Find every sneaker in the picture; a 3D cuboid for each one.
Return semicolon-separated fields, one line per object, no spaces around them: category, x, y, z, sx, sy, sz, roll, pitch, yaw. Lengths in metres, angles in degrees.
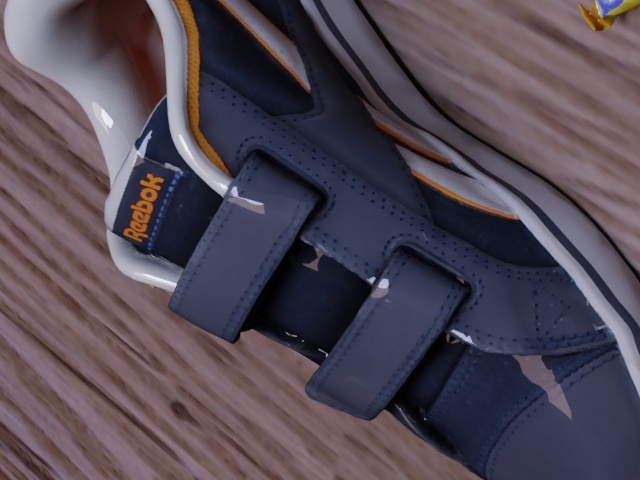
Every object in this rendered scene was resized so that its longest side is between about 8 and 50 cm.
sneaker;0.000;0.000;0.758;0.321;0.127;0.126;48;140;19

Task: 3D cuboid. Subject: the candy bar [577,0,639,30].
candy bar;0.132;-0.106;0.618;0.161;0.018;0.040;-21;93;53
